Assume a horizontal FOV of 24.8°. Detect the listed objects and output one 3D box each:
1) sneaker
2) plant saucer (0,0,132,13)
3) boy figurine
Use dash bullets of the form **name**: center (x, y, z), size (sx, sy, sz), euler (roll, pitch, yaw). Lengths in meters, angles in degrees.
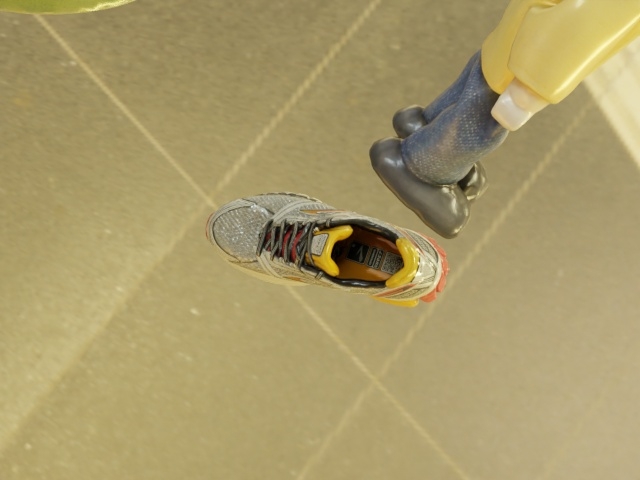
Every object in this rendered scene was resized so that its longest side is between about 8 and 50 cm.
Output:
- **sneaker**: center (0.000, 0.000, 1.304), size (0.092, 0.225, 0.088), euler (24, 75, -70)
- **plant saucer**: center (-0.209, -0.238, 1.004), size (0.241, 0.241, 0.037), euler (-16, 139, -32)
- **boy figurine**: center (0.155, -0.128, 0.878), size (0.092, 0.285, 0.177), euler (45, 30, -6)
